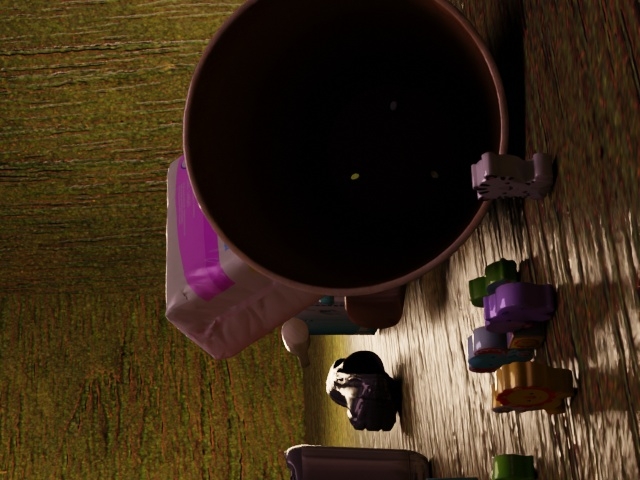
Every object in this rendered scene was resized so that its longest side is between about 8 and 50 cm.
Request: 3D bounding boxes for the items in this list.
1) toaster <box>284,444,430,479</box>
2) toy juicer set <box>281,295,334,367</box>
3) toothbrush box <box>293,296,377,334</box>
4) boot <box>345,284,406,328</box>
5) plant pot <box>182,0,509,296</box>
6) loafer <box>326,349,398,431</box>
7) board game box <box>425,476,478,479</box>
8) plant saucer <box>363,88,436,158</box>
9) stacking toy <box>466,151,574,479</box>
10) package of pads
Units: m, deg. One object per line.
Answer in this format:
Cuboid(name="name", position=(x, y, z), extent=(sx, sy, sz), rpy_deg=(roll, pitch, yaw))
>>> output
Cuboid(name="toaster", position=(0.035, 0.286, 1.910), extent=(0.227, 0.146, 0.129), rpy_deg=(94, 174, -57))
Cuboid(name="toy juicer set", position=(0.000, 0.000, 2.049), extent=(0.209, 0.090, 0.329), rpy_deg=(-81, -10, -81))
Cuboid(name="toothbrush box", position=(0.021, -0.005, 2.339), extent=(0.295, 0.126, 0.216), rpy_deg=(114, 155, -79))
Cuboid(name="boot", position=(0.067, -0.064, 1.930), extent=(0.283, 0.109, 0.220), rpy_deg=(81, -170, -60))
Cuboid(name="plant pot", position=(0.038, -0.078, 1.452), extent=(0.254, 0.237, 0.237), rpy_deg=(2, -92, -80))
Cuboid(name="loafer", position=(0.054, 0.170, 2.253), extent=(0.223, 0.076, 0.078), rpy_deg=(-131, 46, -78))
Cuboid(name="board game box", position=(0.105, 0.314, 1.559), extent=(0.210, 0.047, 0.160), rpy_deg=(96, 173, -57))
Cuboid(name="plant saucer", position=(0.037, -0.145, 1.649), extent=(0.037, 0.195, 0.195), rpy_deg=(43, -154, -31))
Cuboid(name="stacking toy", position=(0.122, 0.061, 1.244), extent=(0.221, 0.052, 0.167), rpy_deg=(95, 174, -64))
Cuboid(name="package of pads", position=(-0.012, -0.054, 1.736), extent=(0.101, 0.296, 0.229), rpy_deg=(44, -155, -31))
